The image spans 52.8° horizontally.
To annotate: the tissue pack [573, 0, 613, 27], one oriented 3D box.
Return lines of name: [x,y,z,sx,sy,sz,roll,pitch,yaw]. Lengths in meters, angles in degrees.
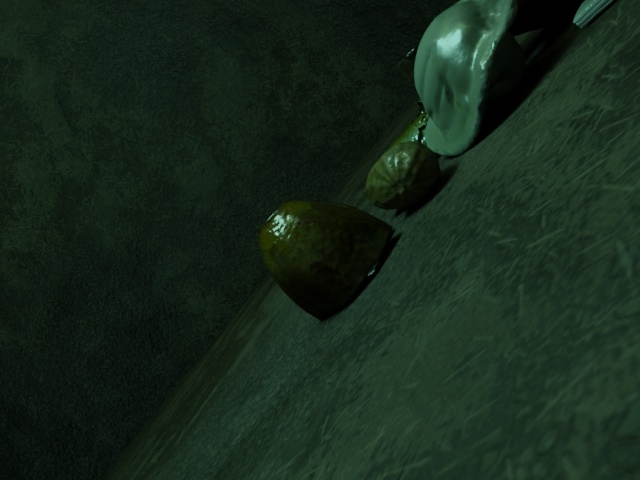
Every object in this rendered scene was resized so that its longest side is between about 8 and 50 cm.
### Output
tissue pack: [0.390,-0.337,0.864,0.056,0.023,0.108,-54,6,-35]

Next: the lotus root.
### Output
lotus root: [0.000,0.000,1.034,0.199,0.180,0.188,-55,3,-34]

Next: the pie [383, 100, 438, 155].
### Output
pie: [0.254,-0.274,1.307,0.296,0.078,0.371,-44,9,34]

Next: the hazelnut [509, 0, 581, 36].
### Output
hazelnut: [0.335,-0.451,1.076,0.218,0.218,0.234,-48,4,23]

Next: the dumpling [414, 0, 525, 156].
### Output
dumpling: [0.240,-0.248,1.018,0.175,0.243,0.227,-11,48,11]

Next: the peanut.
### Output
peanut: [0.127,-0.101,1.066,0.108,0.095,0.226,-48,4,-8]

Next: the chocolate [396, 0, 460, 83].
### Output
chocolate: [0.235,-0.362,1.191,0.148,0.093,0.214,-45,7,36]
